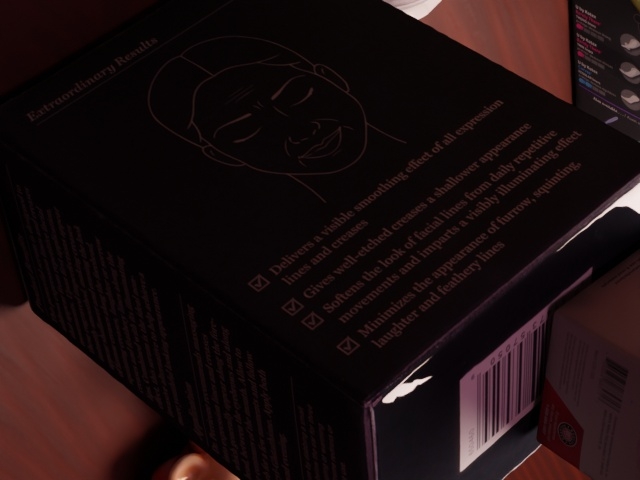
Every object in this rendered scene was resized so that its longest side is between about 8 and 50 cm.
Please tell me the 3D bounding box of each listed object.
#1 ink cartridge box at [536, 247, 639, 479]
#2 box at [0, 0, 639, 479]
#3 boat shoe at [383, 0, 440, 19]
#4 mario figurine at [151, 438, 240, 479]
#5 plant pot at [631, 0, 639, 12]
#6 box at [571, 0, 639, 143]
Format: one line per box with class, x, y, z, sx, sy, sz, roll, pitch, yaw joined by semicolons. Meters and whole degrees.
ink cartridge box;0.254;0.106;1.186;0.127;0.176;0.128;-31;140;-34
box;0.000;0.000;1.295;0.293;0.395;0.212;-37;143;-27
boat shoe;0.087;-0.235;1.513;0.184;0.066;0.063;-30;125;-30
mario figurine;-0.032;0.161;1.595;0.198;0.170;0.320;13;102;-19
plant pot;0.360;-0.262;1.552;0.276;0.276;0.254;-38;107;-25
box;0.360;-0.197;1.819;0.165;0.143;0.270;-40;144;-23
